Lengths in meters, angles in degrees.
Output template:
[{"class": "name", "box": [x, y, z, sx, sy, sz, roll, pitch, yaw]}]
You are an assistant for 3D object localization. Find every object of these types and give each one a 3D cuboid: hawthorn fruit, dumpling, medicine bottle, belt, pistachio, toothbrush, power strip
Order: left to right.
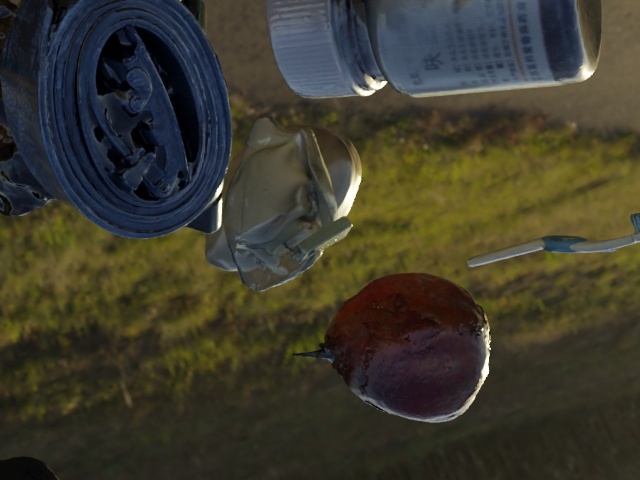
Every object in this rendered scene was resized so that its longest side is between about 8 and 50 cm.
[{"class": "belt", "box": [-0.139, -0.096, 0.880, 0.141, 0.190, 0.082, -30, -148, -28]}, {"class": "pistachio", "box": [-0.075, -0.073, 2.269, 0.332, 0.208, 0.226, -36, 122, -7]}, {"class": "dumpling", "box": [-0.043, -0.041, 1.435, 0.136, 0.199, 0.118, 1, -178, 37]}, {"class": "power strip", "box": [0.000, 0.000, 1.373, 0.083, 0.017, 0.027, -32, 164, -31]}, {"class": "hawthorn fruit", "box": [0.085, 0.125, 1.504, 0.235, 0.181, 0.181, 1, 162, -3]}, {"class": "medicine bottle", "box": [0.103, -0.210, 1.137, 0.273, 0.165, 0.165, -3, 171, 21]}, {"class": "toothbrush", "box": [0.300, 0.009, 1.594, 0.040, 0.040, 0.386, -14, 177, -29]}]

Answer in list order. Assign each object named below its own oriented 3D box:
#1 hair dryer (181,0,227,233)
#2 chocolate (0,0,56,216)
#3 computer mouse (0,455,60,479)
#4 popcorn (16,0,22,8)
[{"class": "hair dryer", "box": [-0.177, -0.179, 1.700, 0.116, 0.302, 0.244, 5, 139, -3]}, {"class": "chocolate", "box": [-0.302, -0.159, 1.277, 0.206, 0.224, 0.177, 8, 150, 44]}, {"class": "computer mouse", "box": [-0.423, 0.456, 1.855, 0.168, 0.295, 0.087, -24, 174, -8]}, {"class": "popcorn", "box": [-0.292, -0.348, 1.729, 0.253, 0.190, 0.191, -34, -160, 10]}]
